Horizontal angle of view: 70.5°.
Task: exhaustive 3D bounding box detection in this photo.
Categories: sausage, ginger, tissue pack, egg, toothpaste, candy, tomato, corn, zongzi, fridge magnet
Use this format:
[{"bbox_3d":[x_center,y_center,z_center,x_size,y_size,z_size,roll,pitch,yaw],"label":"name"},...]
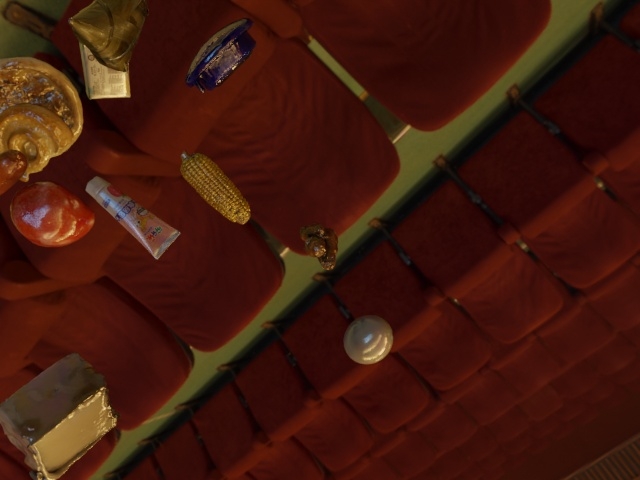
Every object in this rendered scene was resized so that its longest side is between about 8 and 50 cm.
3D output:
[{"bbox_3d":[-0.813,-0.166,1.148,0.197,0.076,0.076,-26,166,28],"label":"sausage"},{"bbox_3d":[0.000,0.000,1.127,0.073,0.103,0.162,-48,-159,18],"label":"ginger"},{"bbox_3d":[-0.834,-0.682,1.740,0.159,0.145,0.229,-16,136,-32],"label":"tissue pack"},{"bbox_3d":[0.105,0.222,1.009,0.103,0.103,0.135,-22,159,-35],"label":"egg"},{"bbox_3d":[-0.366,-0.049,0.873,0.067,0.194,0.043,-51,176,-13],"label":"toothpaste"},{"bbox_3d":[-0.533,0.363,0.932,0.195,0.137,0.185,-43,151,-45],"label":"candy"},{"bbox_3d":[-0.682,-0.064,1.151,0.151,0.187,0.187,-57,177,-41],"label":"tomato"},{"bbox_3d":[-0.367,-0.186,1.586,0.119,0.322,0.119,-41,-166,12],"label":"corn"},{"bbox_3d":[-0.563,-0.617,1.198,0.274,0.125,0.251,136,-30,-86],"label":"zongzi"},{"bbox_3d":[-0.285,-0.535,1.311,0.265,0.112,0.265,-38,-156,20],"label":"fridge magnet"}]

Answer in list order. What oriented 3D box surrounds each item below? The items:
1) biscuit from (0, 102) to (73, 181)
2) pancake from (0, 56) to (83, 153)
[{"bbox_3d":[-0.973,-0.334,1.499,0.274,0.213,0.091,-36,-165,23],"label":"biscuit"},{"bbox_3d":[-1.068,-0.469,1.651,0.382,0.071,0.382,-7,125,-10],"label":"pancake"}]
